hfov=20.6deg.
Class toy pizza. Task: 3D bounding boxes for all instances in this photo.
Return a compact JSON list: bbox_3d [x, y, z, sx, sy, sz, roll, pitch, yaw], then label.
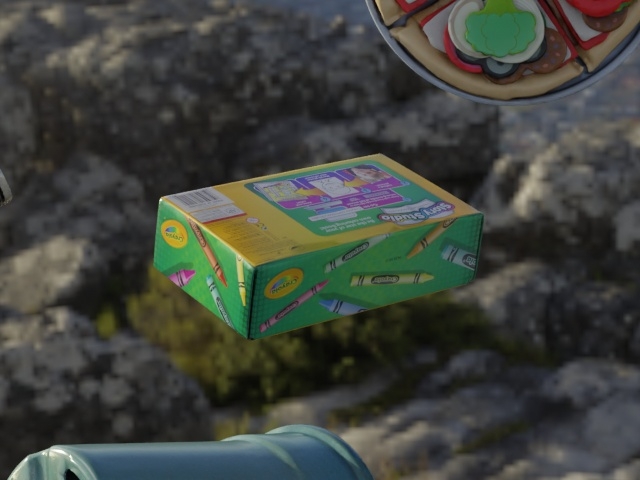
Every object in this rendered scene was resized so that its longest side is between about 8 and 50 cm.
[{"bbox_3d":[0.123,-0.186,1.122,0.201,0.201,0.032,-1,2,4],"label":"toy pizza"}]

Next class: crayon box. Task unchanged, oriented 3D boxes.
[{"bbox_3d":[0.000,0.000,1.713,0.278,0.081,0.165,-13,31,-35],"label":"crayon box"}]

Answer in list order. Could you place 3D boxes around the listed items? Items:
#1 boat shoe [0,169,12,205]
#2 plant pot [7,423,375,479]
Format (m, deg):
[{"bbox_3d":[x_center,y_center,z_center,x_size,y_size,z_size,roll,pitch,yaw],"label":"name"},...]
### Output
[{"bbox_3d":[-0.317,-0.051,1.407,0.065,0.075,0.206,-37,32,-28],"label":"boat shoe"},{"bbox_3d":[-0.156,0.356,1.882,0.334,0.341,0.341,10,10,-40],"label":"plant pot"}]
